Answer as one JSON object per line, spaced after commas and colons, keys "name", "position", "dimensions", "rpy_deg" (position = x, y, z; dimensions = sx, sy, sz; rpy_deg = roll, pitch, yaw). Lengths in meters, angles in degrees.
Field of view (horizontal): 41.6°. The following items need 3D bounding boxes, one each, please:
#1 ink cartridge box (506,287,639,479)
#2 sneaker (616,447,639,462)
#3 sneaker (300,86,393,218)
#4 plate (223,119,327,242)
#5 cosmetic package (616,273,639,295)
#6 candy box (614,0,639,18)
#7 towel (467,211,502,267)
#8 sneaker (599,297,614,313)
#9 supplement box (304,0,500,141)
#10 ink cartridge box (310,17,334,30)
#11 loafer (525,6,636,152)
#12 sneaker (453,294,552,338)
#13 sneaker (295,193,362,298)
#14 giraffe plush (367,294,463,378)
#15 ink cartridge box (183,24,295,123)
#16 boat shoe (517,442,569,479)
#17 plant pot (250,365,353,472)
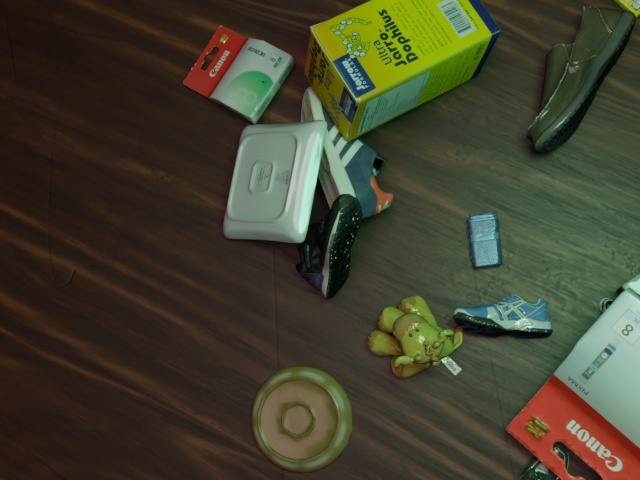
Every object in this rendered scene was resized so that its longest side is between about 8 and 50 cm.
{"name": "ink cartridge box", "position": [0.587, 0.333, 1.618], "dimensions": [0.308, 0.091, 0.385], "rpy_deg": [42, 103, 18]}
{"name": "sneaker", "position": [0.711, 0.378, 1.674], "dimensions": [0.279, 0.107, 0.118], "rpy_deg": [-7, 75, 11]}
{"name": "sneaker", "position": [0.062, -0.201, 1.902], "dimensions": [0.148, 0.131, 0.350], "rpy_deg": [-12, 68, -17]}
{"name": "plate", "position": [-0.117, -0.138, 1.888], "dimensions": [0.278, 0.045, 0.277], "rpy_deg": [4, 80, 45]}
{"name": "cosmetic package", "position": [0.709, 0.165, 1.694], "dimensions": [0.107, 0.127, 0.238], "rpy_deg": [-32, 78, 8]}
{"name": "candy box", "position": [0.733, -0.592, 1.853], "dimensions": [0.206, 0.027, 0.105], "rpy_deg": [-43, 72, 3]}
{"name": "towel", "position": [0.360, 0.000, 1.843], "dimensions": [0.067, 0.029, 0.119], "rpy_deg": [-6, 80, 11]}
{"name": "sneaker", "position": [0.620, 0.169, 1.754], "dimensions": [0.040, 0.044, 0.109], "rpy_deg": [-35, 78, 3]}
{"name": "supplement box", "position": [0.168, -0.402, 1.807], "dimensions": [0.356, 0.194, 0.195], "rpy_deg": [-28, 76, -14]}
{"name": "ink cartridge box", "position": [0.039, -0.491, 1.986], "dimensions": [0.115, 0.029, 0.063], "rpy_deg": [-18, 78, 8]}
{"name": "loafer", "position": [0.537, -0.351, 1.817], "dimensions": [0.130, 0.134, 0.366], "rpy_deg": [31, 79, 19]}
{"name": "sneaker", "position": [0.384, 0.159, 1.787], "dimensions": [0.211, 0.080, 0.081], "rpy_deg": [6, 70, -6]}
{"name": "sneaker", "position": [0.000, 0.000, 1.810], "dimensions": [0.124, 0.283, 0.107], "rpy_deg": [33, 47, 20]}
{"name": "giraffe plush", "position": [0.202, 0.213, 1.771], "dimensions": [0.210, 0.170, 0.181], "rpy_deg": [28, 88, 15]}
{"name": "ink cartridge box", "position": [-0.201, -0.406, 2.007], "dimensions": [0.225, 0.056, 0.181], "rpy_deg": [31, 83, 13]}
{"name": "boat shoe", "position": [0.435, 0.517, 1.725], "dimensions": [0.080, 0.073, 0.223], "rpy_deg": [37, 91, 15]}
{"name": "plant pot", "position": [-0.047, 0.397, 1.869], "dimensions": [0.236, 0.032, 0.236], "rpy_deg": [-2, 82, 12]}
